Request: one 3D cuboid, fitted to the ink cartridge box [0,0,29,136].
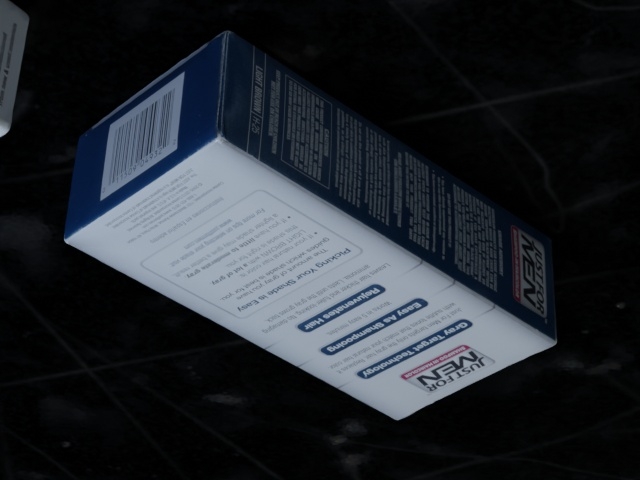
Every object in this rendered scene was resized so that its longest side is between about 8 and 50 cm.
[{"bbox_3d":[-0.357,-0.144,1.146,0.198,0.115,0.273,-23,137,31],"label":"ink cartridge box"}]

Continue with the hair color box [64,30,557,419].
[{"bbox_3d":[0.000,0.000,1.334,0.347,0.105,0.174,31,135,-33],"label":"hair color box"}]
